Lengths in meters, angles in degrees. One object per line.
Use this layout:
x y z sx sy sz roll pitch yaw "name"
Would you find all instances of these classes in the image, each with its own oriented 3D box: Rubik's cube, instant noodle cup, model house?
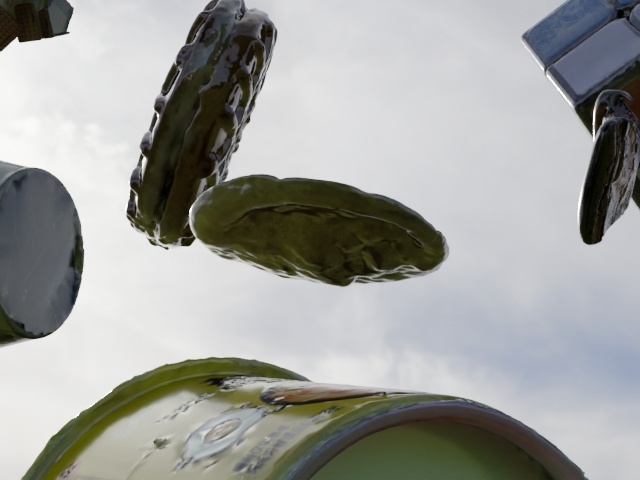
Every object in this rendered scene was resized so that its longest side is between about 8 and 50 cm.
0.569 -0.272 1.681 0.313 0.318 0.316 -36 -59 14 "Rubik's cube"
-0.001 0.216 0.555 0.325 0.326 0.254 18 -18 -27 "instant noodle cup"
-0.234 -0.174 0.754 0.057 0.058 0.083 -4 -31 23 "model house"

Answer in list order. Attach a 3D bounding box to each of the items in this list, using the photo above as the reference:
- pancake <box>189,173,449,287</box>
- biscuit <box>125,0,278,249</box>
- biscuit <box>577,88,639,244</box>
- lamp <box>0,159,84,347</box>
0.000 0.000 0.916 0.241 0.050 0.242 5 -19 2 "pancake"
-0.147 -0.147 1.261 0.103 0.332 0.332 21 -35 -3 "biscuit"
0.353 -0.094 1.224 0.063 0.235 0.151 11 -71 12 "biscuit"
-0.230 0.008 0.500 0.214 0.121 0.121 -3 -32 16 "lamp"
